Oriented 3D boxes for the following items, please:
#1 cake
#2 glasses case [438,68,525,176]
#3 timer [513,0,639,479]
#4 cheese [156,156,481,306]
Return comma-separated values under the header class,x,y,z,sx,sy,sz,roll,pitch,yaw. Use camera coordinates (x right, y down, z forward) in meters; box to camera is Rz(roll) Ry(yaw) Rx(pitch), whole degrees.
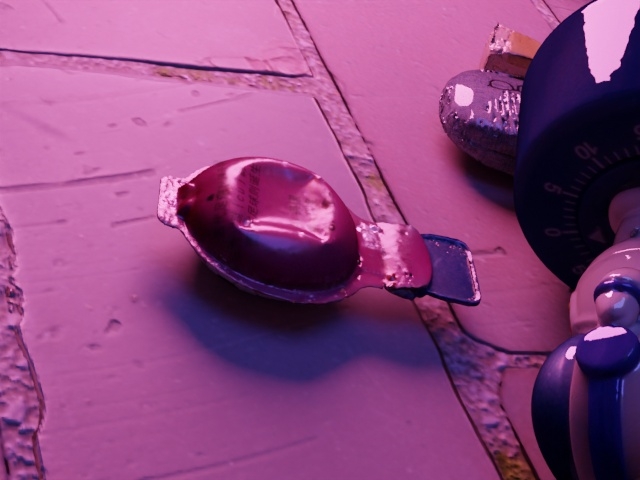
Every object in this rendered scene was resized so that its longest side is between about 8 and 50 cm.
class,x,y,z,sx,sy,sz,roll,pitch,yaw
cake,0.215,-0.165,1.292,0.121,0.052,0.065,17,34,-7
glasses case,0.239,-0.082,1.186,0.282,0.067,0.109,16,39,-7
timer,0.239,0.027,0.932,0.270,0.270,0.383,23,50,0
cheese,0.000,0.000,0.956,0.244,0.062,0.155,13,38,-15
